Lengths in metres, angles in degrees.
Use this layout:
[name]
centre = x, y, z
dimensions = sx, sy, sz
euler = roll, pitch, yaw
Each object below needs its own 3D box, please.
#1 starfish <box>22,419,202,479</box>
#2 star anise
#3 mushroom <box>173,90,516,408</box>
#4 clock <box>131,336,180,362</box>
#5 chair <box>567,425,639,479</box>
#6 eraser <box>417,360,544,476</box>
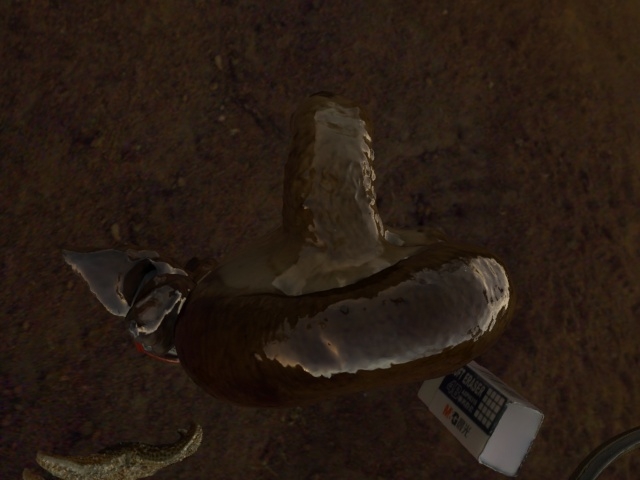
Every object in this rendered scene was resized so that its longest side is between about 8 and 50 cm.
[starfish]
centre = -0.269, 0.291, 0.890
dimensions = 0.238, 0.216, 0.071
euler = 44, 21, -61
[star anise]
centre = -0.154, 0.076, 0.861
dimensions = 0.349, 0.109, 0.292
euler = 28, 18, -32
[mushroom]
centre = -0.005, 0.037, 0.563
dimensions = 0.254, 0.267, 0.267
euler = 48, 52, 7
[clock]
centre = -0.339, 0.208, 1.463
dimensions = 0.113, 0.155, 0.061
euler = 15, 59, 2
[chair]
centre = 0.284, 0.276, 0.562
dimensions = 0.272, 0.188, 0.166
euler = 75, 25, -52
[eraser]
centre = 0.287, 0.307, 1.273
dimensions = 0.086, 0.287, 0.130
euler = 25, 95, -16
